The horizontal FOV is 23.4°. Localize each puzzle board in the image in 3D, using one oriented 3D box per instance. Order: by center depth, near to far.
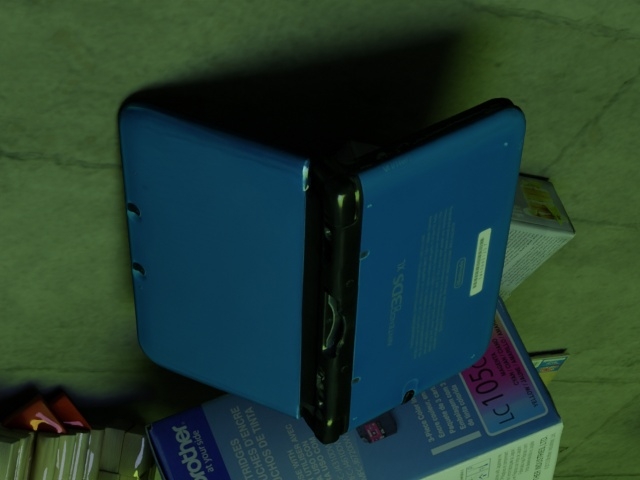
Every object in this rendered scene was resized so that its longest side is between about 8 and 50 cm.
[{"bbox_3d":[0.198,0.153,1.676,0.128,0.011,0.096,-5,144,-25],"label":"puzzle board"}]

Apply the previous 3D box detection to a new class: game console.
[{"bbox_3d":[0.000,0.000,1.199,0.250,0.173,0.293,-25,143,-24],"label":"game console"}]

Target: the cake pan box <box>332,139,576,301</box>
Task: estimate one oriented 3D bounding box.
[{"bbox_3d":[0.051,0.033,1.352,0.246,0.070,0.267,9,138,-36],"label":"cake pan box"}]

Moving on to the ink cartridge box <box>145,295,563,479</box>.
[{"bbox_3d":[0.006,0.228,1.405,0.396,0.151,0.270,-22,151,-9],"label":"ink cartridge box"}]

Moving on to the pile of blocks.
[{"bbox_3d":[-0.294,0.187,1.382,0.362,0.149,0.112,3,99,-48],"label":"pile of blocks"}]
